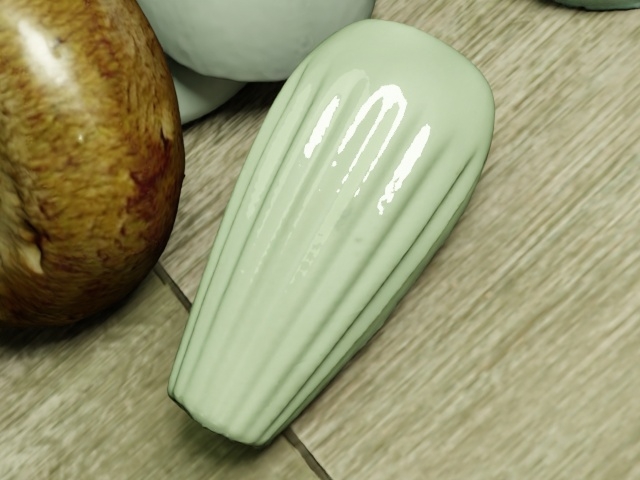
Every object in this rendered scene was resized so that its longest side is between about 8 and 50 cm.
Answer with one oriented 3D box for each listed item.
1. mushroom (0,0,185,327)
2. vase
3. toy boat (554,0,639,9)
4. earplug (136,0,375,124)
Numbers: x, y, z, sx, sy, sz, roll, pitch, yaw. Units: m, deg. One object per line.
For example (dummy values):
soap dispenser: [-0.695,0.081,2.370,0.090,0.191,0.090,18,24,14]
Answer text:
mushroom: [-0.234,-0.090,0.737,0.345,0.345,0.239,-17,7,23]
vase: [0.000,0.000,0.622,0.128,0.128,0.248,21,77,44]
toy boat: [0.177,-0.231,0.732,0.134,0.079,0.208,-33,40,2]
earplug: [-0.100,-0.195,0.819,0.325,0.175,0.214,-9,53,45]
